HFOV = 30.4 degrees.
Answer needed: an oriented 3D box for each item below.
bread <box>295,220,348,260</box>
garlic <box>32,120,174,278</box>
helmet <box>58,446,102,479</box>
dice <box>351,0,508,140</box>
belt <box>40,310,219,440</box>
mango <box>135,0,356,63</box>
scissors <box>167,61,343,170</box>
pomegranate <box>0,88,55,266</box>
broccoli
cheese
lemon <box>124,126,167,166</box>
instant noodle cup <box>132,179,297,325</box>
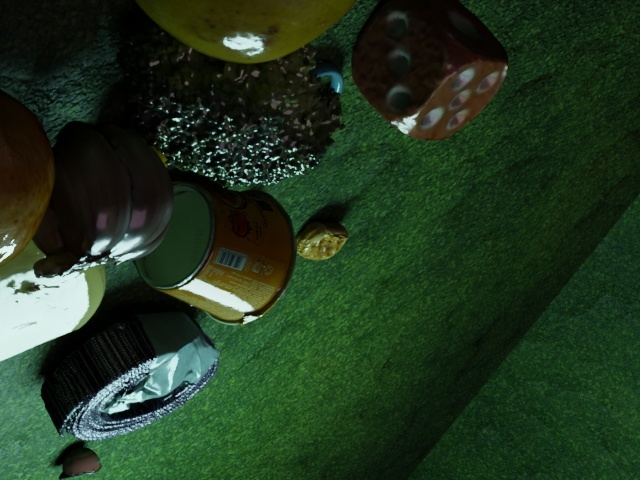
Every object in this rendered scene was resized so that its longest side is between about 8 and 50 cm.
[{"bbox_3d":[0.000,0.000,2.163,0.083,0.044,0.110,-48,153,23],"label":"bread"},{"bbox_3d":[-0.253,-0.054,1.444,0.214,0.160,0.191,-4,92,-48],"label":"garlic"},{"bbox_3d":[-0.453,0.411,2.195,0.084,0.049,0.065,-13,-172,-1],"label":"helmet"},{"bbox_3d":[0.164,-0.270,1.808,0.175,0.174,0.179,-7,144,-51],"label":"dice"},{"bbox_3d":[-0.312,0.231,2.018,0.260,0.122,0.324,-48,155,25],"label":"belt"},{"bbox_3d":[-0.072,-0.385,1.205,0.300,0.232,0.446,-3,135,-6],"label":"mango"},{"bbox_3d":[-0.149,-0.145,1.734,0.447,0.029,0.193,-22,149,-34],"label":"scissors"},{"bbox_3d":[-0.412,-0.067,1.280,0.248,0.248,0.248,-32,154,-18],"label":"pomegranate"},{"bbox_3d":[-0.103,-0.184,1.494,0.260,0.235,0.288,-41,151,-1],"label":"broccoli"},{"bbox_3d":[-0.410,0.038,1.559,0.259,0.128,0.316,-25,147,-24],"label":"cheese"},{"bbox_3d":[-0.252,-0.112,1.588,0.110,0.082,0.082,-32,154,-17],"label":"lemon"},{"bbox_3d":[-0.169,0.009,1.772,0.216,0.216,0.172,-48,145,16],"label":"instant noodle cup"}]
